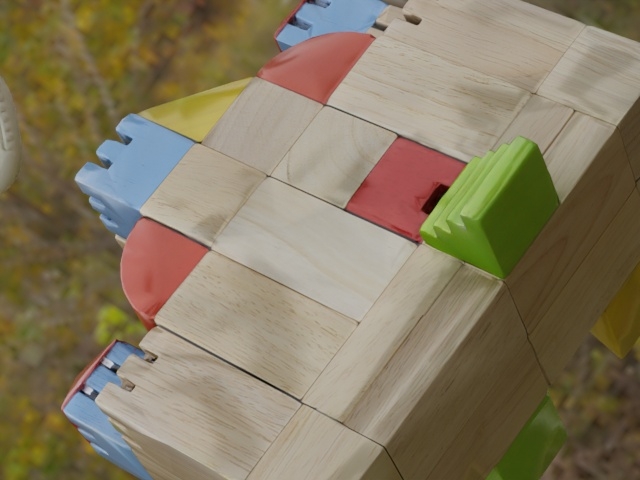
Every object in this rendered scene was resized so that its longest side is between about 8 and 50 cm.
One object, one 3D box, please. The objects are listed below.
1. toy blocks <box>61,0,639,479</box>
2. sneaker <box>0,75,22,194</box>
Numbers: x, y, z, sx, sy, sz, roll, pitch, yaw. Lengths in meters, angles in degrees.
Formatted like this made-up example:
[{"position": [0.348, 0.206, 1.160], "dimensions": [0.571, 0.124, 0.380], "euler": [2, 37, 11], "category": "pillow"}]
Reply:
[{"position": [0.000, 0.000, 1.007], "dimensions": [0.261, 0.190, 0.381], "euler": [25, 68, 34], "category": "toy blocks"}, {"position": [-0.167, -0.088, 0.852], "dimensions": [0.058, 0.152, 0.084], "euler": [-35, 2, 14], "category": "sneaker"}]
